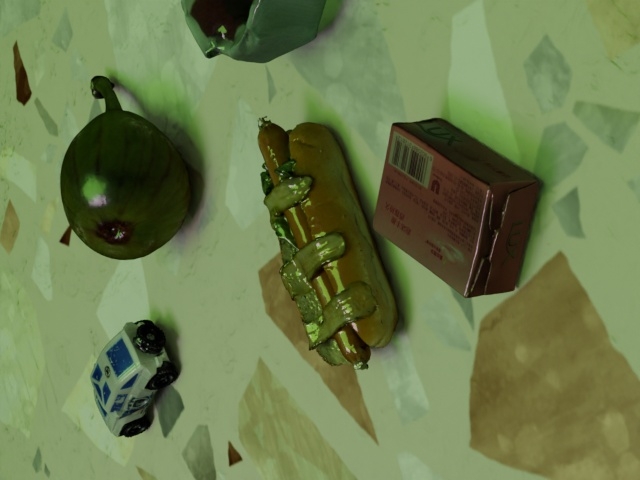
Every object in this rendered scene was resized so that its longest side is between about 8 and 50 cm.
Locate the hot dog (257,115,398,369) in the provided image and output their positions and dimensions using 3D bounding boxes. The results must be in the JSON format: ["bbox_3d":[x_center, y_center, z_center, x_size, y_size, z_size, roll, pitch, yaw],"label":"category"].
[{"bbox_3d":[0.000,0.000,1.516,0.109,0.072,0.269,-39,66,48],"label":"hot dog"}]

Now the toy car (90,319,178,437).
[{"bbox_3d":[-0.226,0.161,1.865,0.080,0.070,0.171,61,140,28],"label":"toy car"}]

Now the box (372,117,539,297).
[{"bbox_3d":[0.114,-0.029,1.359,0.156,0.060,0.111,41,128,46],"label":"box"}]

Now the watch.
[{"bbox_3d":[-0.071,-0.306,1.510,0.241,0.161,0.253,116,136,-56],"label":"watch"}]

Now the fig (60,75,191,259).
[{"bbox_3d":[-0.216,-0.105,1.790,0.151,0.151,0.259,125,154,-44],"label":"fig"}]
